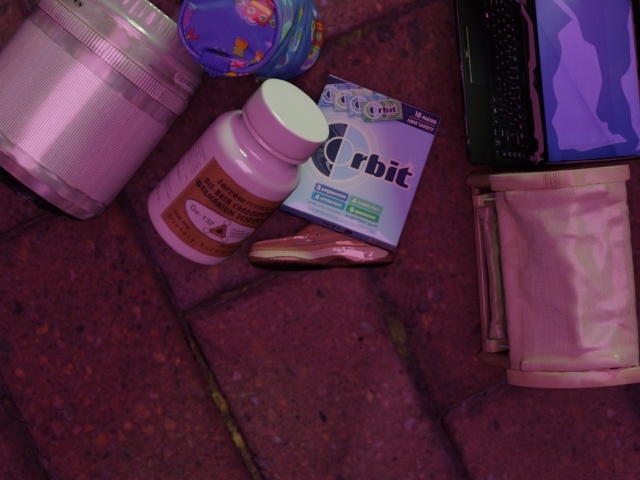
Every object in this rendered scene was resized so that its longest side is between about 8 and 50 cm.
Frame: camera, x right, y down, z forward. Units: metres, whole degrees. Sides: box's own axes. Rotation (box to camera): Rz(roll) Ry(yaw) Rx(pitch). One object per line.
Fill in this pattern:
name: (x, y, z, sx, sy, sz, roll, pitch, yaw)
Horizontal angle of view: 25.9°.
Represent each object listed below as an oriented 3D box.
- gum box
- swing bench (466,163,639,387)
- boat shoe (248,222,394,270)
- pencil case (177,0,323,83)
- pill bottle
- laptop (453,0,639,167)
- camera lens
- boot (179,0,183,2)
gum box: (0.051, -0.098, 1.775, 0.157, 0.041, 0.184, 21, 76, -2)
swing bench: (0.282, 0.039, 1.705, 0.165, 0.254, 0.253, -5, 93, -1)
boat shoe: (0.000, 0.000, 1.798, 0.190, 0.068, 0.072, -1, 81, -11)
pencil case: (-0.077, -0.251, 1.664, 0.119, 0.306, 0.133, 19, 99, 8)
pill bottle: (-0.099, -0.085, 1.708, 0.131, 0.131, 0.229, 44, 119, -3)
laptop: (0.293, -0.213, 1.740, 0.137, 0.264, 0.234, -7, 87, 35)
camera lens: (-0.290, -0.178, 1.696, 0.219, 0.219, 0.274, 39, 92, -3)
boot: (-0.216, -0.427, 1.766, 0.208, 0.076, 0.189, 36, 90, 4)
